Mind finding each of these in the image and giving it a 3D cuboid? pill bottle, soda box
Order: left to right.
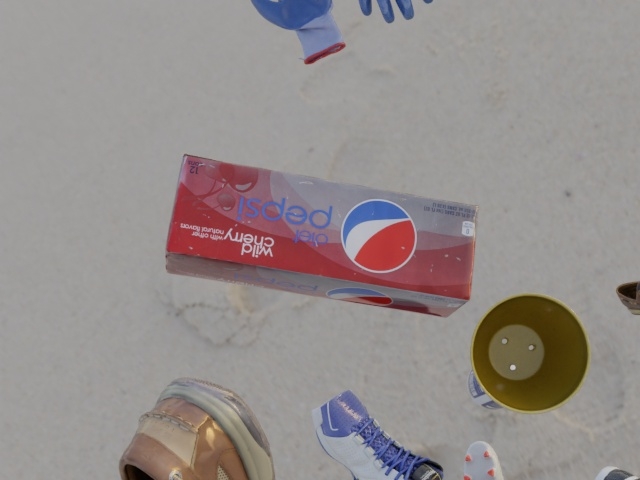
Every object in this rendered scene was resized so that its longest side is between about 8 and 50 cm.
[{"bbox_3d":[0.000,0.000,0.986,0.263,0.083,0.092,10,75,-5],"label":"soda box"},{"bbox_3d":[0.329,0.244,1.990,0.094,0.169,0.094,3,74,-11],"label":"pill bottle"}]

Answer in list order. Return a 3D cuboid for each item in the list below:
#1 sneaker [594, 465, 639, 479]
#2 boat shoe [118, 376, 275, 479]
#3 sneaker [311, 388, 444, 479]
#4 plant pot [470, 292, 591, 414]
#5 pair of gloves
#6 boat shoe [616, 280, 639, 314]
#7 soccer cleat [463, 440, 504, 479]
[{"bbox_3d":[0.441,0.453,1.689,0.121,0.079,0.217,8,72,56],"label":"sneaker"},{"bbox_3d":[-0.080,0.273,0.932,0.123,0.324,0.116,-8,22,41],"label":"boat shoe"},{"bbox_3d":[0.132,0.413,2.090,0.182,0.315,0.127,-24,5,46],"label":"sneaker"},{"bbox_3d":[0.233,0.129,1.289,0.134,0.095,0.134,0,85,1],"label":"plant pot"},{"bbox_3d":[0.021,-0.272,1.151,0.198,0.023,0.159,-27,70,17],"label":"pair of gloves"},{"bbox_3d":[0.621,0.102,2.114,0.064,0.060,0.178,-57,13,-17],"label":"boat shoe"},{"bbox_3d":[0.292,0.439,1.908,0.068,0.076,0.196,-19,75,28],"label":"soccer cleat"}]
